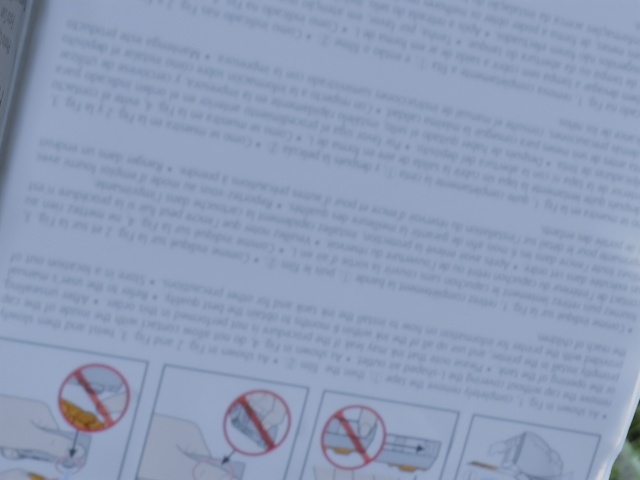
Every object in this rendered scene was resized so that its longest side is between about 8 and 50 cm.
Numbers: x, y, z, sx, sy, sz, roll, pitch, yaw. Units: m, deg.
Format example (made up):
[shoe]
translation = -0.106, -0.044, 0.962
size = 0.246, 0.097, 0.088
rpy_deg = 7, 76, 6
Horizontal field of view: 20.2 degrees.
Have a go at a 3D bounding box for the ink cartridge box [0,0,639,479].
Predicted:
[ink cartridge box]
translation = 0.000, 0.000, 0.781
size = 0.308, 0.091, 0.385
rpy_deg = 11, 102, -21
